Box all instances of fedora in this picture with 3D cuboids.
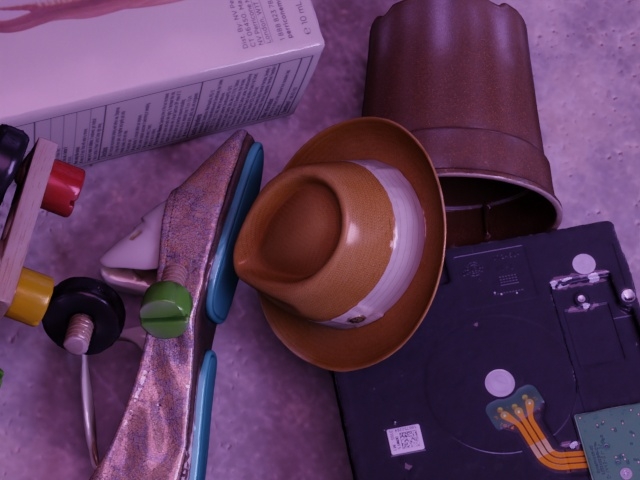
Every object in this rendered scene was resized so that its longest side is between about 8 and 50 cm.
[{"bbox_3d":[0.000,0.000,1.143,0.079,0.194,0.194,7,72,-44],"label":"fedora"}]

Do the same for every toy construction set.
[{"bbox_3d":[-0.280,0.045,1.027,0.257,0.237,0.309,-30,118,22],"label":"toy construction set"}]

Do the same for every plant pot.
[{"bbox_3d":[0.101,-0.091,1.250,0.167,0.167,0.165,6,68,-10],"label":"plant pot"}]

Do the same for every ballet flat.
[{"bbox_3d":[-0.118,0.060,1.195,0.106,0.107,0.316,9,74,5],"label":"ballet flat"}]

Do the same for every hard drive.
[{"bbox_3d":[0.139,0.160,1.163,0.237,0.064,0.339,-11,59,-3],"label":"hard drive"}]

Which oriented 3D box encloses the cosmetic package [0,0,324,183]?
[{"bbox_3d":[-0.163,-0.140,1.209,0.296,0.153,0.129,-15,78,-16],"label":"cosmetic package"}]
